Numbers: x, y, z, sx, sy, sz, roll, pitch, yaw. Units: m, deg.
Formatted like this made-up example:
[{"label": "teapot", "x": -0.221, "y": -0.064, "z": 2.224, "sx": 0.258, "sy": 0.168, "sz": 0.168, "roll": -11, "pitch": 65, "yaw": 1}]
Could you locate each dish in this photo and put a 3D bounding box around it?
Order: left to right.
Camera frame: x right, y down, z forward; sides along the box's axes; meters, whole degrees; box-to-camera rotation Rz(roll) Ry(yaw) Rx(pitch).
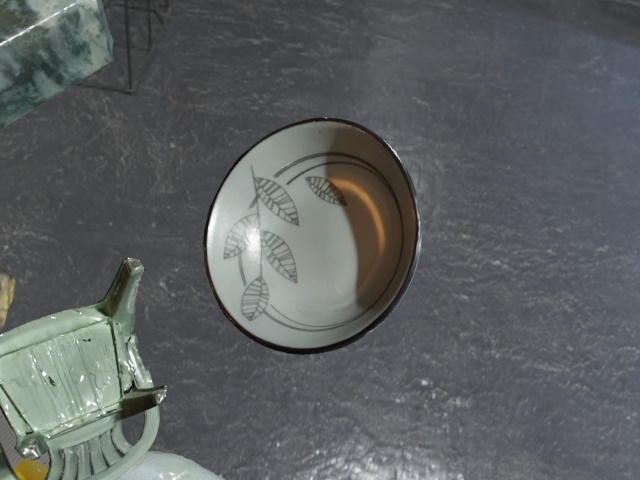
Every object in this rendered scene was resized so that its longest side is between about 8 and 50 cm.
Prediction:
[{"label": "dish", "x": 0.000, "y": 0.000, "z": 0.957, "sx": 0.316, "sy": 0.106, "sz": 0.317, "roll": -7, "pitch": 73, "yaw": 25}]

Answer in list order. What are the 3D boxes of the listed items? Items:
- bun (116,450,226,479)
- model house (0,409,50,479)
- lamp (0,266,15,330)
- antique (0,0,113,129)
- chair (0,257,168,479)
[{"label": "bun", "x": -0.279, "y": 0.521, "z": 1.239, "sx": 0.361, "sy": 0.362, "sz": 0.211, "roll": 22, "pitch": 23, "yaw": 10}, {"label": "model house", "x": -0.458, "y": 0.315, "z": 0.943, "sx": 0.219, "sy": 0.136, "sz": 0.207, "roll": 36, "pitch": 14, "yaw": -7}, {"label": "lamp", "x": -0.301, "y": 0.015, "z": 0.396, "sx": 0.273, "sy": 0.177, "sz": 0.177, "roll": 19, "pitch": 44, "yaw": 27}, {"label": "antique", "x": -0.302, "y": -0.194, "z": 0.716, "sx": 0.088, "sy": 0.086, "sz": 0.183, "roll": 36, "pitch": 61, "yaw": 24}, {"label": "chair", "x": -0.271, "y": 0.173, "z": 0.779, "sx": 0.203, "sy": 0.275, "sz": 0.191, "roll": -20, "pitch": 76, "yaw": -25}]
